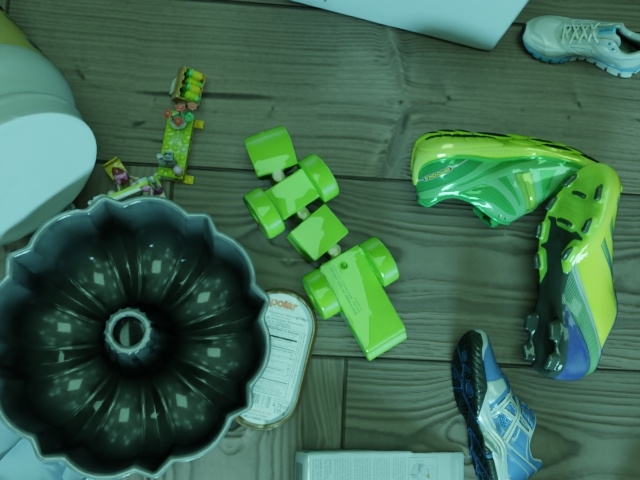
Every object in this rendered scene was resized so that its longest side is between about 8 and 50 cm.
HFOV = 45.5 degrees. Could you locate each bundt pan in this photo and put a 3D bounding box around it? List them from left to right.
[{"bbox_3d":[-0.224,0.118,0.923,0.331,0.124,0.330,1,75,-5],"label":"bundt pan"}]

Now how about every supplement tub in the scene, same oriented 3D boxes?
[{"bbox_3d":[-0.444,-0.174,0.898,0.241,0.241,0.331,-41,72,-10],"label":"supplement tub"}]

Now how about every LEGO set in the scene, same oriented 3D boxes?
[{"bbox_3d":[-0.231,-0.112,0.999,0.132,0.107,0.287,44,80,4],"label":"LEGO set"}]

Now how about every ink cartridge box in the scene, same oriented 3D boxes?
[{"bbox_3d":[0.076,0.360,0.979,0.225,0.056,0.181,5,79,-22],"label":"ink cartridge box"}]

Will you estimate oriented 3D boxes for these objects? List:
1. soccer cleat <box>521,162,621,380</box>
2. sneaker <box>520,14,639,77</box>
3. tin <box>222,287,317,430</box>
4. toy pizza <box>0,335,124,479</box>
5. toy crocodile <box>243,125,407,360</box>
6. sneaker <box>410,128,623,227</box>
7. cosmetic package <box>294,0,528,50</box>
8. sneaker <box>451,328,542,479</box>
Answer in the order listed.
[{"bbox_3d":[0.345,0.043,1.000,0.121,0.093,0.289,4,101,-27],"label":"soccer cleat"},{"bbox_3d":[0.385,-0.292,1.090,0.191,0.083,0.071,9,81,-1],"label":"sneaker"},{"bbox_3d":[-0.065,0.155,1.002,0.106,0.040,0.189,15,79,-6],"label":"tin"},{"bbox_3d":[-0.345,0.222,0.969,0.201,0.032,0.201,2,77,-7],"label":"toy pizza"},{"bbox_3d":[0.000,0.000,1.008,0.115,0.105,0.340,-34,89,-10],"label":"toy crocodile"},{"bbox_3d":[0.263,-0.080,1.047,0.296,0.109,0.123,5,108,-8],"label":"sneaker"},{"bbox_3d":[0.151,-0.522,0.988,0.327,0.329,0.393,14,80,-2],"label":"cosmetic package"},{"bbox_3d":[0.229,0.217,0.997,0.081,0.080,0.211,-12,91,-13],"label":"sneaker"}]
